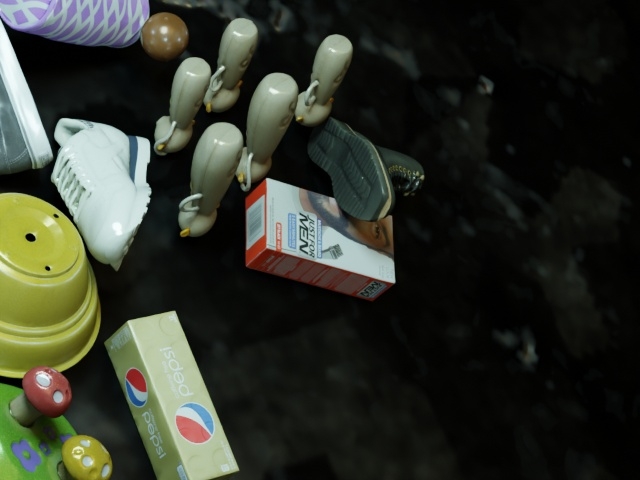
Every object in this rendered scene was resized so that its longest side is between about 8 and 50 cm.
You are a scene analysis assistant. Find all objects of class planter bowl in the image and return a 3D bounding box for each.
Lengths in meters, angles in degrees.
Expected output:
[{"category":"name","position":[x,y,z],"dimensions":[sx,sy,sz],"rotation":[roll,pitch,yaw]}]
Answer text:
[{"category":"planter bowl","position":[-0.297,0.021,1.767],"dimensions":[0.217,0.090,0.217],"rotation":[21,42,-20]}]

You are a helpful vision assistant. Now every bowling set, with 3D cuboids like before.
[{"category":"bowling set","position":[-0.114,-0.158,2.016],"dimensions":[0.200,0.154,0.287],"rotation":[38,48,15]}]

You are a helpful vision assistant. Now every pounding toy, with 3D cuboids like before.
[{"category":"pounding toy","position":[-0.254,0.205,1.648],"dimensions":[0.183,0.110,0.237],"rotation":[39,26,-29]}]

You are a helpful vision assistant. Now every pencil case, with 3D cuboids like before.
[{"category":"pencil case","position":[-0.266,-0.253,1.933],"dimensions":[0.206,0.088,0.086],"rotation":[5,96,-64]}]

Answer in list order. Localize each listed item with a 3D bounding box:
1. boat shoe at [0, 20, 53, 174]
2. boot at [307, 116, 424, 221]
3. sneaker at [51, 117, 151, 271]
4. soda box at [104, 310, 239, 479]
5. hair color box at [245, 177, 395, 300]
[{"category":"boat shoe","position":[-0.351,-0.167,1.885],"dimensions":[0.076,0.080,0.229],"rotation":[-21,75,-12]},{"category":"boot","position":[0.080,-0.071,2.075],"dimensions":[0.137,0.077,0.198],"rotation":[20,24,-29]},{"category":"sneaker","position":[-0.231,-0.050,1.851],"dimensions":[0.094,0.090,0.235],"rotation":[27,20,-20]},{"category":"soda box","position":[-0.151,0.166,1.832],"dimensions":[0.061,0.058,0.181],"rotation":[-11,72,-38]},{"category":"hair color box","position":[0.000,0.000,2.037],"dimensions":[0.167,0.053,0.093],"rotation":[16,55,-28]}]
